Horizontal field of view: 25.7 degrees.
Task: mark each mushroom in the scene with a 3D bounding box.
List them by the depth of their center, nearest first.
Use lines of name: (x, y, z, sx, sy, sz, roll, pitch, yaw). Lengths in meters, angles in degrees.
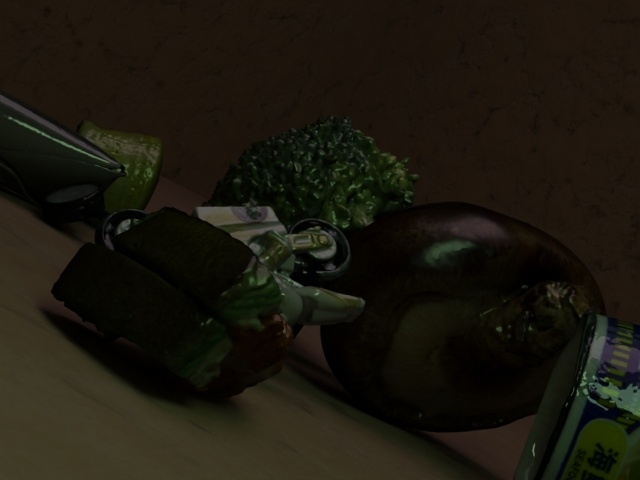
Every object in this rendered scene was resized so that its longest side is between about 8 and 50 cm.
mushroom: (0.140, 0.073, 1.350, 0.297, 0.163, 0.278, 28, -41, -34)

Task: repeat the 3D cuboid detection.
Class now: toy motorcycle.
toy motorcycle: (-0.072, 0.037, 1.161, 0.228, 0.074, 0.151, 4, 55, -23)

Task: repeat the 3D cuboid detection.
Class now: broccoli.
broccoli: (-0.006, -0.019, 1.504, 0.259, 0.235, 0.288, 8, 5, 4)

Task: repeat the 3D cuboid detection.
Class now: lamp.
lamp: (-0.156, 0.032, 1.374, 0.371, 0.108, 0.130, 12, 31, 38)

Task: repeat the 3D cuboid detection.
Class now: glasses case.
glasses case: (-0.352, -0.113, 1.499, 0.308, 0.083, 0.128, 28, -14, -24)

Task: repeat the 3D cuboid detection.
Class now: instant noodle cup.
instant noodle cup: (0.331, 0.203, 1.154, 0.312, 0.284, 0.284, 22, 1, 6)

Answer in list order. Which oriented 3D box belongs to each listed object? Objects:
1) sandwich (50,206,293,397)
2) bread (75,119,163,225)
sandwich: (-0.084, 0.060, 0.970, 0.185, 0.109, 0.160, 28, -20, 54)
bread: (-0.251, -0.074, 1.673, 0.114, 0.129, 0.111, 20, 17, -13)
